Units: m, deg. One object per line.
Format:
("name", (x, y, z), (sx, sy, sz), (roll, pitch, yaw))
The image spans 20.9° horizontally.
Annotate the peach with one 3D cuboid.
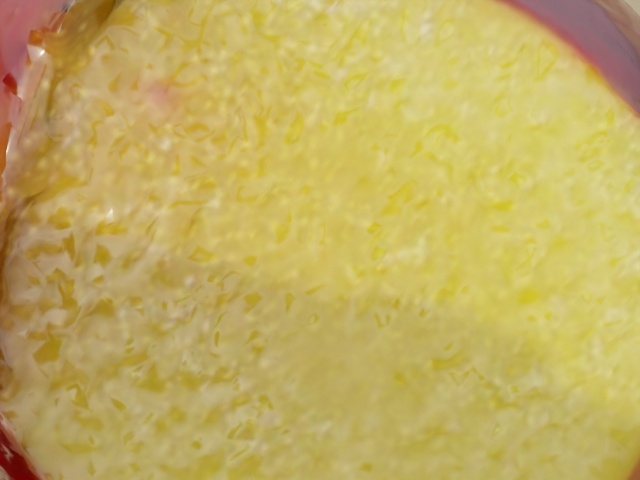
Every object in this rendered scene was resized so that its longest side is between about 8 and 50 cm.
("peach", (0.000, 0.000, 0.411), (0.190, 0.192, 0.190), (-3, 81, 18))
